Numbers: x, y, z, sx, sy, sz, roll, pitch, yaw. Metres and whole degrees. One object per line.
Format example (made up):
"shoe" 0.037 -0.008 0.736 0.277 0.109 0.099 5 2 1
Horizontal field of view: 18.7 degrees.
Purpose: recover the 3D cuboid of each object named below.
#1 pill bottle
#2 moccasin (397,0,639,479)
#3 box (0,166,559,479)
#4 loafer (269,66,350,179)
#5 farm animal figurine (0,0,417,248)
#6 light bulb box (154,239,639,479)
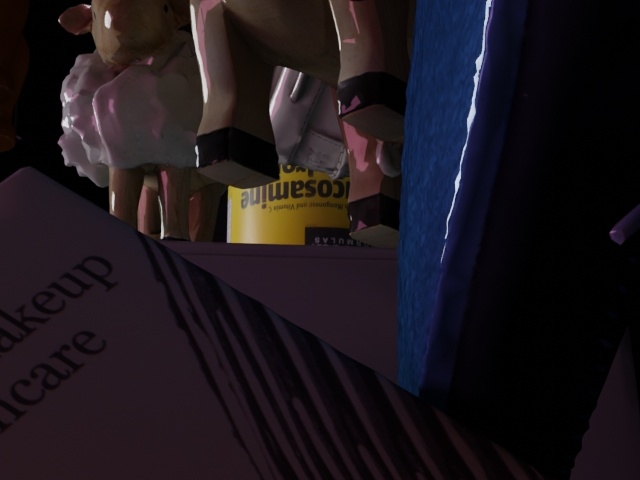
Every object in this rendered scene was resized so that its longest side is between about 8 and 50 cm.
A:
"pill bottle" 0.000 0.000 1.068 0.103 0.103 0.184 117 154 -70
"moccasin" 0.092 -0.088 0.434 0.138 0.116 0.342 -95 15 -62
"box" 0.001 0.101 0.434 0.113 0.275 0.094 -43 -27 -41
"loafer" 0.020 -0.190 0.976 0.112 0.111 0.320 168 105 -81
"farm animal figurine" 0.010 -0.120 0.695 0.327 0.330 0.172 43 -138 -63
"light bulb box" -0.023 0.240 0.712 0.361 0.225 0.358 106 165 -58
